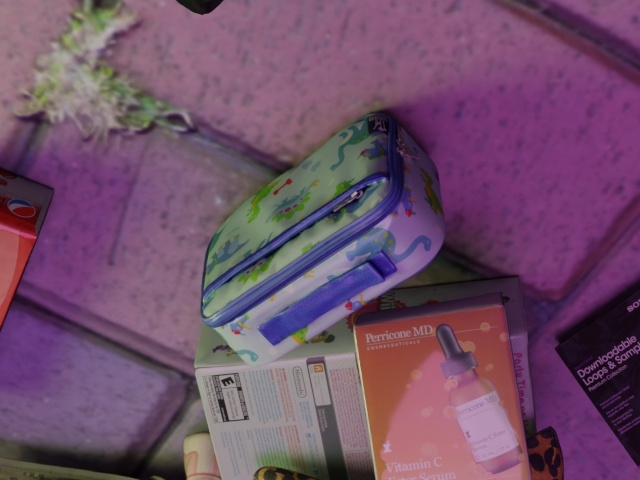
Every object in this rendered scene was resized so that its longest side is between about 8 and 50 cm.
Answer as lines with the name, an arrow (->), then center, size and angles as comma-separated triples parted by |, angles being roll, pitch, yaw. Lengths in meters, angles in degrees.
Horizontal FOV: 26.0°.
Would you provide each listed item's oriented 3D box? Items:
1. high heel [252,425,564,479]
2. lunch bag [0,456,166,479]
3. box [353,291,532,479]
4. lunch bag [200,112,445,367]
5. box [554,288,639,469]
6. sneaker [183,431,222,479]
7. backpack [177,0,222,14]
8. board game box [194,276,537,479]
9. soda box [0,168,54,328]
high heel -> 0.085, 0.212, 1.278 | 0.261, 0.093, 0.186 | 25, 93, 4
lunch bag -> -0.217, 0.359, 1.410 | 0.287, 0.169, 0.235 | 7, 132, 3
box -> 0.105, 0.140, 1.184 | 0.130, 0.091, 0.170 | -9, 93, 7
lunch bag -> 0.000, 0.000, 1.173 | 0.219, 0.176, 0.090 | -33, 117, 22
box -> 0.311, 0.133, 1.290 | 0.116, 0.029, 0.162 | -39, 78, 23
sneaker -> -0.114, 0.237, 1.413 | 0.051, 0.070, 0.134 | 0, 153, -2
backpack -> -0.123, -0.268, 1.039 | 0.182, 0.115, 0.152 | 33, 121, -15
board game box -> 0.052, 0.165, 1.328 | 0.303, 0.097, 0.224 | -6, 123, 6
soda box -> -0.333, 0.058, 1.276 | 0.092, 0.083, 0.263 | 21, 121, -12
